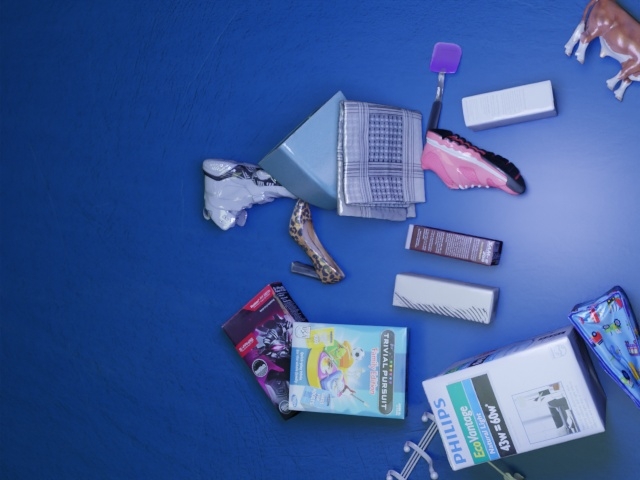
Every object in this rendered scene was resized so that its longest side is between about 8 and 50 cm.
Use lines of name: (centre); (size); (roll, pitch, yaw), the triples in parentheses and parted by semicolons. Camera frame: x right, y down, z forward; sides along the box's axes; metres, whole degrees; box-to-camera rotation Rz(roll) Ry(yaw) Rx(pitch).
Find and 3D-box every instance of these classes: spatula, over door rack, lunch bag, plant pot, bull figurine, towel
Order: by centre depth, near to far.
lunch bag: (0.746, 0.272, 1.628); (0.138, 0.221, 0.293); (-31, 78, 21)
bull figurine: (0.773, -0.476, 1.679); (0.310, 0.101, 0.188); (48, 110, 16)
towel: (0.174, -0.216, 1.846); (0.056, 0.312, 0.324); (3, 93, 50)
over door rack: (0.367, 0.670, 1.861); (0.324, 0.108, 0.239); (33, 104, 20)
spatula: (0.340, -0.422, 1.910); (0.084, 0.030, 0.296); (12, 95, 21)
plant pot: (0.015, -0.229, 1.912); (0.247, 0.248, 0.252); (-45, 100, -19)

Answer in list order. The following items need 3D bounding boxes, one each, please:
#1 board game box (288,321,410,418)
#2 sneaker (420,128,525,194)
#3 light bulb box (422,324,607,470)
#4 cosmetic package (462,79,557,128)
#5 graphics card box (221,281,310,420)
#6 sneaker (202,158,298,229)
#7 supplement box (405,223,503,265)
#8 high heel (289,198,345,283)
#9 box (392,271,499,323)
board game box: (0.083, 0.368, 1.918); (0.336, 0.079, 0.253); (0, 83, 15)
sneaker: (0.418, -0.191, 1.852); (0.314, 0.116, 0.136); (34, 120, 22)
light bulb box: (0.495, 0.381, 1.666); (0.361, 0.358, 0.225); (-23, 79, 21)
cosmetic package: (0.509, -0.359, 1.790); (0.231, 0.117, 0.085); (-9, 88, 23)
graphics card box: (-0.119, 0.343, 2.084); (0.233, 0.094, 0.371); (-41, 76, 18)
sneaker: (-0.217, -0.131, 2.109); (0.366, 0.137, 0.210); (14, 103, 20)
supplement box: (0.371, 0.012, 1.844); (0.239, 0.130, 0.073); (12, 94, 25)
high heel: (0.000, 0.000, 2.020); (0.186, 0.093, 0.261); (13, 113, 30)
box: (0.351, 0.157, 1.865); (0.275, 0.113, 0.094); (9, 95, 25)
